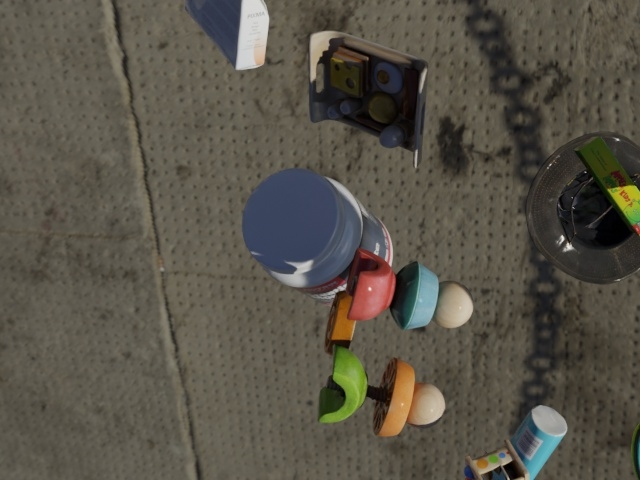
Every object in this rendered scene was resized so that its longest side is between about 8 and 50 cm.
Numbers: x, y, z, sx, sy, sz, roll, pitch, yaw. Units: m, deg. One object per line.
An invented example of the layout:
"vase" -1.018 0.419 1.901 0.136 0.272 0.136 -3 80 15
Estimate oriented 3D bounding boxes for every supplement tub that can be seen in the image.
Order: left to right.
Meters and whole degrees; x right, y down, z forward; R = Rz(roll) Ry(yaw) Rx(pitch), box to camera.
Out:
"supplement tub" 0.000 0.000 1.374 0.191 0.272 0.191 -6 73 21

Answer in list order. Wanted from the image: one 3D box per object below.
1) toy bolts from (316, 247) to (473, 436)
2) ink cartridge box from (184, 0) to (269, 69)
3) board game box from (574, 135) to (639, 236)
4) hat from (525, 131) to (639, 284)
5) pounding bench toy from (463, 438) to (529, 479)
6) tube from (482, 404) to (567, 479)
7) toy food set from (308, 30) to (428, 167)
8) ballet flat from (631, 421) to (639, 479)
"toy bolts" 0.100 0.118 1.058 0.158 0.218 0.229 13 118 -5
"ink cartridge box" -0.107 -0.314 0.941 0.145 0.045 0.179 51 144 31
"board game box" 0.519 -0.097 1.415 0.043 0.092 0.181 -35 89 13
"hat" 0.578 -0.075 1.717 0.331 0.134 0.332 -1 104 -5
"pounding bench toy" 0.209 0.293 0.969 0.065 0.052 0.083 -20 132 -7
"tube" 0.274 0.318 1.129 0.052 0.080 0.207 9 127 -17
"toy food set" 0.095 -0.302 1.717 0.306 0.092 0.220 28 136 32
"ballet flat" 0.487 0.337 1.132 0.077 0.077 0.231 -25 101 7
